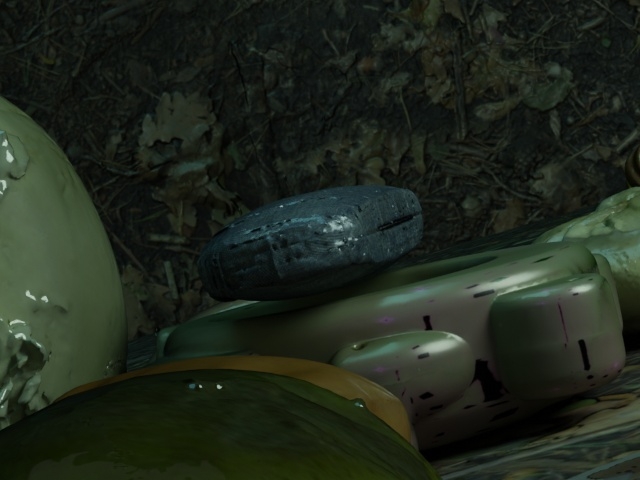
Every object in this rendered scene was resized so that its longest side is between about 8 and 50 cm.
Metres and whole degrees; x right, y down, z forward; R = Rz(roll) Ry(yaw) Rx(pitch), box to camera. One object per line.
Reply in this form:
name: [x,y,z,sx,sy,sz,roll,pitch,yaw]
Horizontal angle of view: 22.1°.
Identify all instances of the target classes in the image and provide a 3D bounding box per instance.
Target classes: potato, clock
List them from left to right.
potato: [-0.044,0.112,0.451,0.197,0.148,0.228,3,11,36]
clock: [0.045,0.081,1.083,0.309,0.114,0.284,-13,0,11]

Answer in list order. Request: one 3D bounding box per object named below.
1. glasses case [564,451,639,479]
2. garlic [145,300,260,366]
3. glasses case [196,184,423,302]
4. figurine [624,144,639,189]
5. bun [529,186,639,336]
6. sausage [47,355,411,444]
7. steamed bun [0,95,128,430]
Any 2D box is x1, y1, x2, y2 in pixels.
glasses case: [0.123,0.107,0.638,0.164,0.041,0.063,-18,3,-20]
garlic: [-0.093,0.119,1.453,0.267,0.148,0.128,-12,38,-1]
glasses case: [0.000,0.000,1.075,0.109,0.067,0.282,-15,3,13]
figurine: [0.364,-0.037,1.363,0.263,0.142,0.189,-17,-30,35]
bun: [0.242,0.014,1.231,0.188,0.111,0.164,-10,4,39]
sausage: [-0.066,0.118,0.785,0.241,0.120,0.136,-15,-12,43]
steamed bun: [-0.241,0.082,1.008,0.334,0.233,0.312,-55,-13,5]
